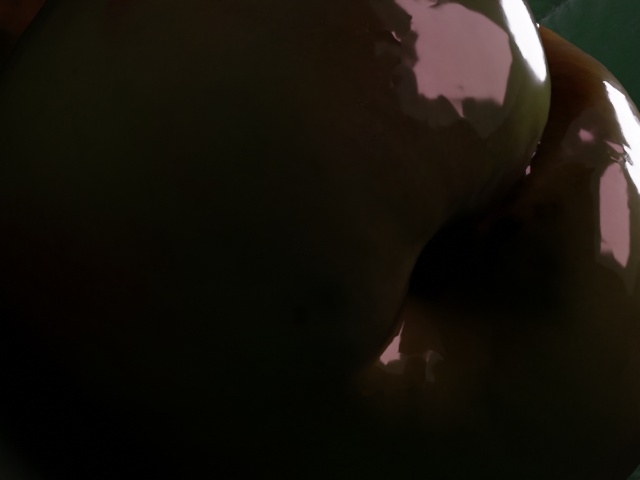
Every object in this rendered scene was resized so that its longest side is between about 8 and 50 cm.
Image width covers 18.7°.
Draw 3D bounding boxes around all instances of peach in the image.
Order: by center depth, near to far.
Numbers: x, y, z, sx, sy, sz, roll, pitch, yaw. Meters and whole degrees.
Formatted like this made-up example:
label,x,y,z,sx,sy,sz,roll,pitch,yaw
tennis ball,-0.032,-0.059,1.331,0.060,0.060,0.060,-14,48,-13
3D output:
label,x,y,z,sx,sy,sz,roll,pitch,yaw
peach,-0.001,-0.001,0.758,0.292,0.247,0.292,21,-10,4

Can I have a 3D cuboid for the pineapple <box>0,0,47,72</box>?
label,x,y,z,sx,sy,sz,roll,pitch,yaw
pineapple,-0.156,-0.136,1.088,0.202,0.202,0.362,48,-12,3
